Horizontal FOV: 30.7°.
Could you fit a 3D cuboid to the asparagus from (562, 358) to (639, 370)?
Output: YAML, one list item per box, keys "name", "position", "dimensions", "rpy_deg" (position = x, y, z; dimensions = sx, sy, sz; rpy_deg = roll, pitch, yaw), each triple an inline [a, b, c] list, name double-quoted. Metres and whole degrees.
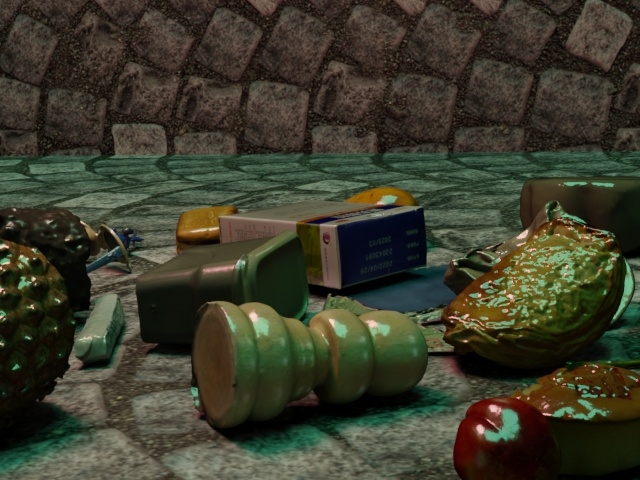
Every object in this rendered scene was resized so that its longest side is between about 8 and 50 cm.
- name: "asparagus"
  position: [0.373, 0.148, 1.411]
  dimensions: [0.166, 0.013, 0.016]
  rpy_deg: [-2, -31, -7]

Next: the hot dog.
- name: "hot dog"
  position: [0.267, 0.083, 1.477]
  dimensions: [0.259, 0.114, 0.175]
  rpy_deg: [-37, 39, -26]

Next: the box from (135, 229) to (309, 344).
- name: "box"
  position: [-0.133, 0.074, 1.610]
  dimensions: [0.178, 0.138, 0.274]
  rpy_deg: [-5, 8, 15]

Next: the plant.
- name: "plant"
  position: [-0.453, 0.038, 1.692]
  dimensions: [0.234, 0.178, 0.204]
  rpy_deg: [-1, 11, -28]

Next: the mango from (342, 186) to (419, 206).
- name: "mango"
  position: [0.101, -0.046, 2.185]
  dimensions: [0.145, 0.112, 0.219]
  rpy_deg: [-11, 10, -25]

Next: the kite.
- name: "kite"
  position: [0.086, 0.122, 1.583]
  dimensions: [0.268, 0.013, 0.323]
  rpy_deg: [-15, 21, -39]

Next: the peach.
- name: "peach"
  position: [0.170, 0.189, 1.045]
  dimensions: [0.101, 0.100, 0.101]
  rpy_deg: [-2, 11, 0]

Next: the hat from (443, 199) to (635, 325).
- name: "hat"
  position: [0.304, 0.066, 1.667]
  dimensions: [0.214, 0.149, 0.244]
  rpy_deg: [-27, 63, -25]

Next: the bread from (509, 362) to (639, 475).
- name: "bread"
  position: [0.267, 0.171, 1.126]
  dimensions: [0.156, 0.086, 0.125]
  rpy_deg: [-11, 16, -36]

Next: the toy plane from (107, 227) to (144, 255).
- name: "toy plane"
  position: [-0.374, -0.002, 2.185]
  dimensions: [0.062, 0.054, 0.167]
  rpy_deg: [13, 6, 16]

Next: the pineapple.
- name: "pineapple"
  position: [-0.410, 0.136, 1.204]
  dimensions: [0.202, 0.202, 0.362]
  rpy_deg: [3, 23, 25]

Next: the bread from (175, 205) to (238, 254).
- name: "bread"
  position: [-0.209, -0.015, 2.172]
  dimensions: [0.116, 0.077, 0.200]
  rpy_deg: [-1, 13, -4]

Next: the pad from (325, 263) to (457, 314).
- name: "pad"
  position: [0.160, 0.076, 1.819]
  dimensions: [0.269, 0.012, 0.270]
  rpy_deg: [-5, 12, -17]

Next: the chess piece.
- name: "chess piece"
  position: [-0.004, 0.129, 1.304]
  dimensions: [0.261, 0.142, 0.143]
  rpy_deg: [-3, 11, -26]

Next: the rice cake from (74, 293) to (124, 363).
- name: "rice cake"
  position: [-0.299, 0.119, 1.600]
  dimensions: [0.045, 0.042, 0.245]
  rpy_deg: [-14, 11, -1]

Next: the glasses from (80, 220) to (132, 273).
- name: "glasses"
  position: [-0.459, 0.019, 2.016]
  dimensions: [0.220, 0.088, 0.190]
  rpy_deg: [-13, 16, -42]

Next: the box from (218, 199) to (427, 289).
- name: "box"
  position: [0.000, 0.000, 1.936]
  dimensions: [0.200, 0.106, 0.299]
  rpy_deg: [-13, 11, -41]

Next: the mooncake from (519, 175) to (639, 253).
- name: "mooncake"
  position: [0.490, -0.052, 2.107]
  dimensions: [0.275, 0.135, 0.275]
  rpy_deg: [-1, 8, 0]
